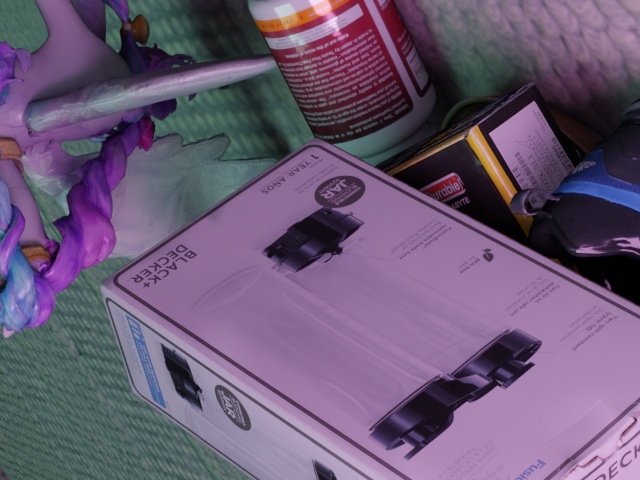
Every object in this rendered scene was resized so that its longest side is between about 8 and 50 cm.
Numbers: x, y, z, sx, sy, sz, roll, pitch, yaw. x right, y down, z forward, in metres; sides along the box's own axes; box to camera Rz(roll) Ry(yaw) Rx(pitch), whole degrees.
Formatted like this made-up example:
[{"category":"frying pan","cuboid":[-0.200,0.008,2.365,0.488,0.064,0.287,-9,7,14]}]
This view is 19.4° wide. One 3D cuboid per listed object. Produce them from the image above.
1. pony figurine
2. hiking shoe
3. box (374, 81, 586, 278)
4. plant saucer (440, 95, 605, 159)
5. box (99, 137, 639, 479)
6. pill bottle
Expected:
[{"category":"pony figurine","cuboid":[-0.183,-0.102,1.364,0.303,0.351,0.363,112,137,-61]},{"category":"hiking shoe","cuboid":[0.223,0.072,1.017,0.304,0.132,0.113,55,159,-4]},{"category":"box","cuboid":[0.075,0.078,1.166,0.322,0.079,0.257,-26,99,49]},{"category":"plant saucer","cuboid":[0.154,-0.013,1.156,0.198,0.036,0.198,43,156,25]},{"category":"box","cuboid":[0.042,0.069,0.966,0.290,0.169,0.087,29,143,38]},{"category":"pill bottle","cuboid":[0.022,-0.109,1.207,0.086,0.086,0.152,12,135,58]}]
